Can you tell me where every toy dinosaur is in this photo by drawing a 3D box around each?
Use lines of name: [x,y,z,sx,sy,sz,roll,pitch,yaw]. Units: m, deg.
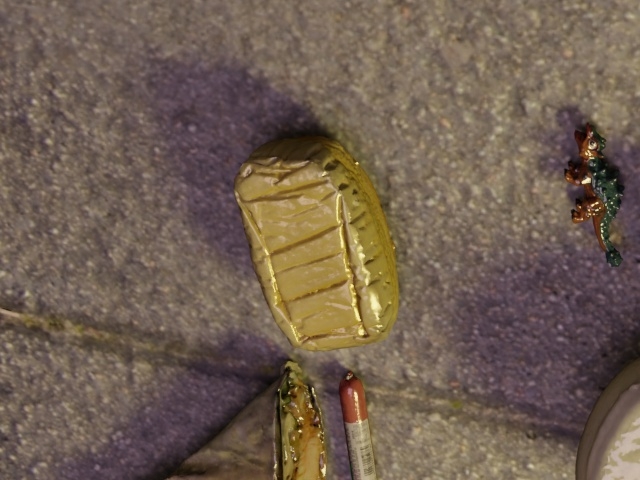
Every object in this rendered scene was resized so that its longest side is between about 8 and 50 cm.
toy dinosaur: [0.277,-0.044,1.675,0.055,0.049,0.154,-11,108,17]

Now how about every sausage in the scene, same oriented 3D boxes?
sausage: [0.046,0.245,1.900,0.029,0.029,0.223,0,116,16]

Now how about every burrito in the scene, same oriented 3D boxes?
burrito: [-0.098,0.302,1.919,0.347,0.107,0.175,-42,83,26]

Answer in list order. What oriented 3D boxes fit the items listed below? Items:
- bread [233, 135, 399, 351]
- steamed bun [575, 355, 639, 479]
bread: [0.000,0.000,1.743,0.140,0.106,0.236,-9,113,21]
steamed bun: [0.401,0.230,1.697,0.283,0.177,0.283,1,94,10]
